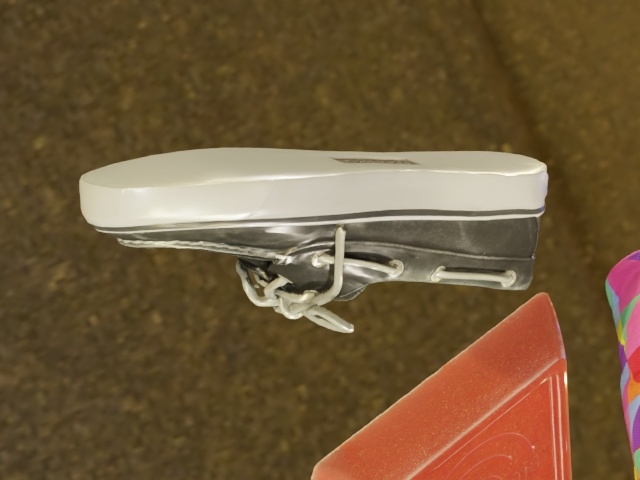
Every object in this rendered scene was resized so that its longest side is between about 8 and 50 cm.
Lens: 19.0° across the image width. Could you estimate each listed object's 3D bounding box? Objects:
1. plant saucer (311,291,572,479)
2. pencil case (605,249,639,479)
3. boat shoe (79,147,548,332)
[{"bbox_3d":[0.115,0.207,1.515,0.258,0.048,0.259,-35,136,-27],"label":"plant saucer"},{"bbox_3d":[0.248,0.114,1.297,0.104,0.104,0.236,39,38,-34],"label":"pencil case"},{"bbox_3d":[-0.001,-0.001,1.194,0.306,0.113,0.105,-2,103,-28],"label":"boat shoe"}]
